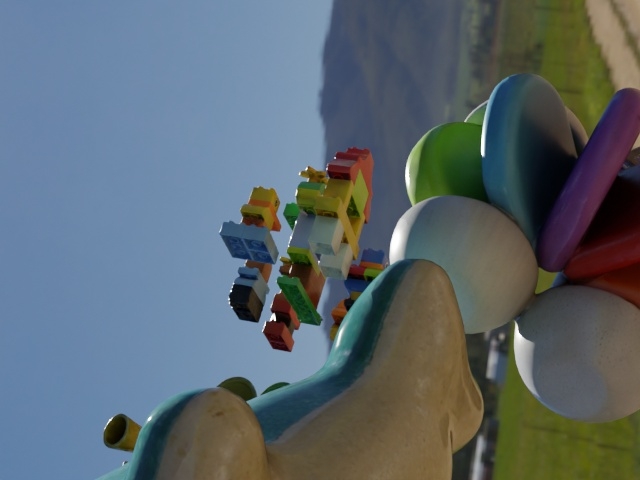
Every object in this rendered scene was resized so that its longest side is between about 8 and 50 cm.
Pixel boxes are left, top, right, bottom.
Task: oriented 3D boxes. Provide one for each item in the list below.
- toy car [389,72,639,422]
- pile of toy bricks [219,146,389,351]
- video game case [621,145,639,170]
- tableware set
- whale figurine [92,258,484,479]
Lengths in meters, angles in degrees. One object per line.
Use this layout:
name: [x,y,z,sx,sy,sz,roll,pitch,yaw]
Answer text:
toy car: [0.134,-0.013,0.595,0.159,0.182,0.136,-52,-4,-44]
pile of toy bricks: [0.000,0.000,0.829,0.212,0.118,0.105,67,-144,-57]
video game case: [0.330,-0.005,0.852,0.232,0.210,0.042,-23,-31,-49]
tableware set: [-0.075,0.125,0.690,0.024,0.154,0.104,35,-118,-40]
whale figurine: [-0.034,0.123,0.463,0.272,0.141,0.216,-55,-38,-31]
